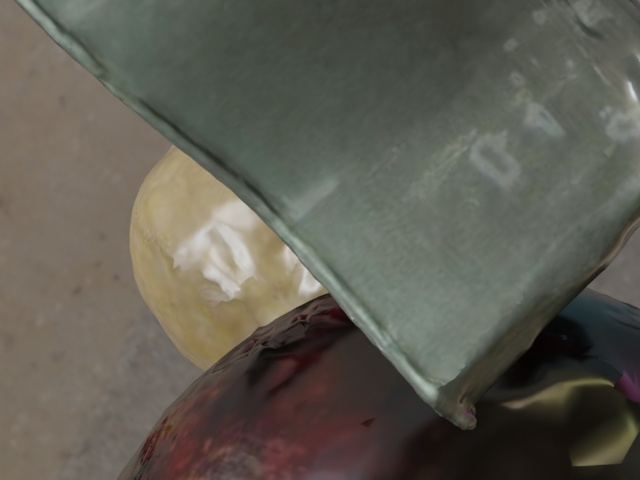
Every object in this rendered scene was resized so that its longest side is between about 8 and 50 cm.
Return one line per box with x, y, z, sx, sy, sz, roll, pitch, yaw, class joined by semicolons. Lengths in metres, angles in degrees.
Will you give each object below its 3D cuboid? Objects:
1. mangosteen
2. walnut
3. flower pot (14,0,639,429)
0.092;0.218;0.786;0.381;0.421;0.381;-59;171;-16;mangosteen
0.000;0.000;1.799;0.381;0.381;0.381;-21;131;-26;walnut
-0.001;-0.068;0.442;0.108;0.103;0.229;-43;109;9;flower pot
